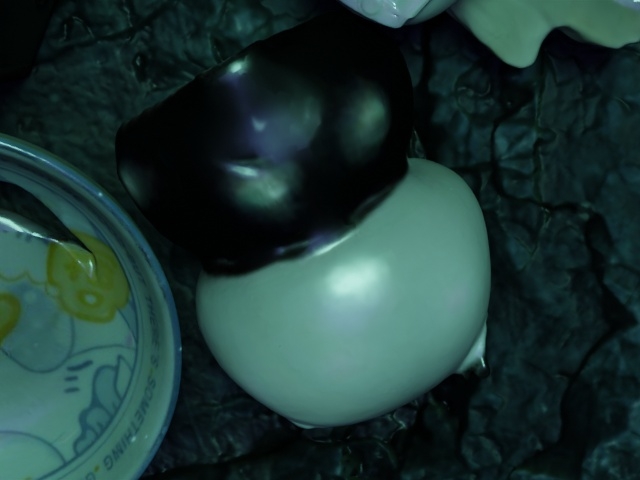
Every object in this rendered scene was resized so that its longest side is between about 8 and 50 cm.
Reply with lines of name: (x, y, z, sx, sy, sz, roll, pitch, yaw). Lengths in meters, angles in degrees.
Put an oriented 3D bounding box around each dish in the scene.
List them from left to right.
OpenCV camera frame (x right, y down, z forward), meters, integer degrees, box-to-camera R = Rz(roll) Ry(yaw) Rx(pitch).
dish: (-0.226, 0.050, 0.610, 0.273, 0.134, 0.274, -3, 110, -10)

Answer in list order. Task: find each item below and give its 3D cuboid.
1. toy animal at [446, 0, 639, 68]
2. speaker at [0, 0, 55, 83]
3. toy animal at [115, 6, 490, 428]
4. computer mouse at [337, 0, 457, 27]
toy animal: (0.129, -0.278, 0.554, 0.266, 0.188, 0.308, -30, 113, 27)
speaker: (-0.233, -0.176, 0.511, 0.192, 0.231, 0.153, 23, 101, -6)
toy animal: (-0.002, -0.005, 0.588, 0.187, 0.165, 0.235, -27, 103, 6)
computer mouse: (0.078, -0.214, 0.474, 0.126, 0.056, 0.245, 40, 122, -8)
